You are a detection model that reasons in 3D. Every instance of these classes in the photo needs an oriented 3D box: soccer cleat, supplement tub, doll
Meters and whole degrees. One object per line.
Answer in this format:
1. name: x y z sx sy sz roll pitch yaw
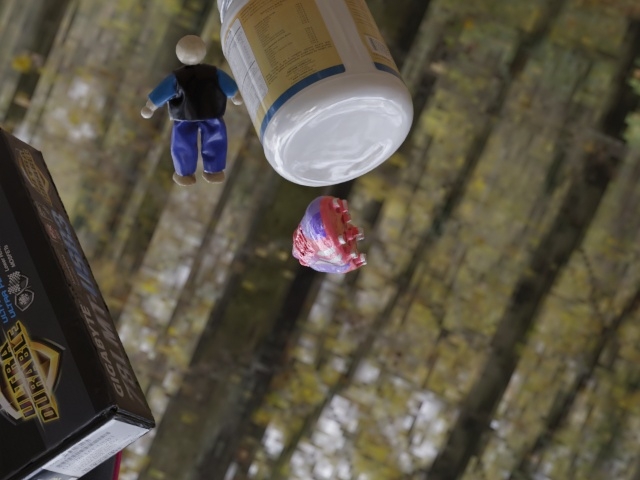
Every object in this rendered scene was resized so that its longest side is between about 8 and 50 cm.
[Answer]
1. soccer cleat: 0.000 0.000 2.073 0.095 0.083 0.248 -10 171 8
2. supplement tub: -0.010 -0.167 1.539 0.144 0.144 0.199 16 -138 -45
3. doll: -0.159 -0.163 2.043 0.129 0.189 0.046 -4 -155 -10

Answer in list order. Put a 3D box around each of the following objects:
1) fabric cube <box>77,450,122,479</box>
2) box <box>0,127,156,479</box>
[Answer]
1. fabric cube: -0.403 0.277 1.918 0.254 0.259 0.258 5 -175 -31
2. box: -0.316 0.103 1.365 0.295 0.293 0.073 63 -167 27
